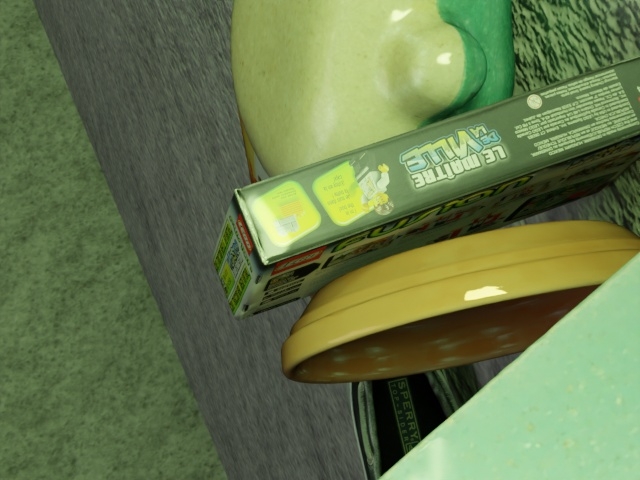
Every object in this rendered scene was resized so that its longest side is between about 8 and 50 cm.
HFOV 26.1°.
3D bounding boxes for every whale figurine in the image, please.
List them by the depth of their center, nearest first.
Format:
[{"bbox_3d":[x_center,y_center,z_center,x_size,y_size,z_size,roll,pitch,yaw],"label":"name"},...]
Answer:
[{"bbox_3d":[0.051,-0.141,0.726,0.216,0.141,0.272,63,141,45],"label":"whale figurine"}]

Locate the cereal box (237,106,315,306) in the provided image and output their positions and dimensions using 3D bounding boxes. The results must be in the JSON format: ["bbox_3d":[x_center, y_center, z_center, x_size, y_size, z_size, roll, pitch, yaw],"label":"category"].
[{"bbox_3d":[0.000,0.000,1.221,0.240,0.047,0.173,-124,19,-44],"label":"cereal box"}]

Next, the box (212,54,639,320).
[{"bbox_3d":[0.056,-0.023,0.648,0.114,0.207,0.036,121,128,-71],"label":"box"}]

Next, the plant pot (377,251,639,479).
[{"bbox_3d":[0.152,0.163,0.512,0.252,0.248,0.247,45,159,17],"label":"plant pot"}]

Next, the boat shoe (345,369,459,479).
[{"bbox_3d":[0.093,0.214,1.044,0.105,0.113,0.306,-62,-39,-89],"label":"boat shoe"}]

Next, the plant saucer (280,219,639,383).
[{"bbox_3d":[0.076,0.030,0.677,0.200,0.200,0.037,123,136,-73],"label":"plant saucer"}]
